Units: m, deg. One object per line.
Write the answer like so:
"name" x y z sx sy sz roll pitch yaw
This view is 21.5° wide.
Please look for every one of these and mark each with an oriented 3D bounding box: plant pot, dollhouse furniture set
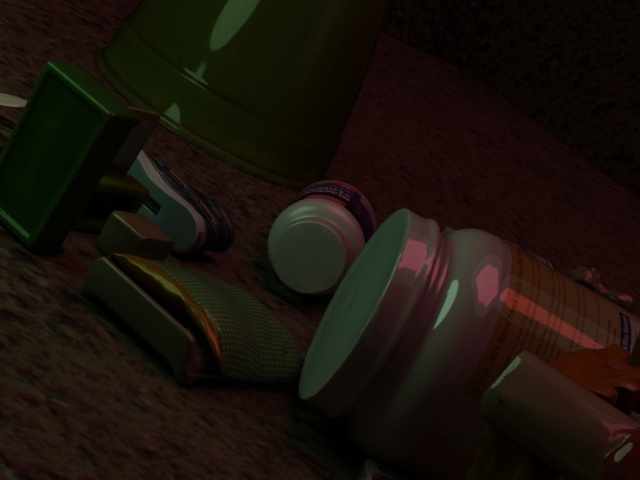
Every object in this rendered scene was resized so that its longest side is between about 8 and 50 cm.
"plant pot" -0.065 -0.313 2.315 0.366 0.353 0.366 29 13 -8
"dollhouse furniture set" -0.128 -0.010 1.530 0.301 0.151 0.197 39 16 29

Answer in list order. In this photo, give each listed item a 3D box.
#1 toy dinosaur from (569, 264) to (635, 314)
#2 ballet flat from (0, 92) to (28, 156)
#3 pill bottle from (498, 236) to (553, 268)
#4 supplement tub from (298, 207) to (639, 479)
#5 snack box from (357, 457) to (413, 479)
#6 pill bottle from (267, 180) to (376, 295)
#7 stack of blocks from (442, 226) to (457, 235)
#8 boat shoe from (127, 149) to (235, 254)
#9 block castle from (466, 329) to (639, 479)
"toy dinosaur" 0.350 0.136 1.697 0.295 0.200 0.127 -3 39 9
"ballet flat" -0.279 -0.094 1.667 0.232 0.073 0.080 22 17 -35
"pill bottle" 0.249 0.039 2.328 0.137 0.078 0.078 23 16 -30
"supplement tub" 0.162 0.129 1.501 0.316 0.228 0.228 29 14 -10
"snack box" 0.113 0.243 1.429 0.178 0.022 0.064 29 13 -10
"pill bottle" 0.000 0.000 1.863 0.108 0.108 0.193 31 13 0
"stack of blocks" 0.258 0.109 2.078 0.171 0.087 0.297 23 16 -32
"boat shoe" -0.170 -0.048 1.776 0.183 0.065 0.083 45 17 24
"block castle" 0.292 0.213 1.174 0.453 0.303 0.213 -10 34 -44
